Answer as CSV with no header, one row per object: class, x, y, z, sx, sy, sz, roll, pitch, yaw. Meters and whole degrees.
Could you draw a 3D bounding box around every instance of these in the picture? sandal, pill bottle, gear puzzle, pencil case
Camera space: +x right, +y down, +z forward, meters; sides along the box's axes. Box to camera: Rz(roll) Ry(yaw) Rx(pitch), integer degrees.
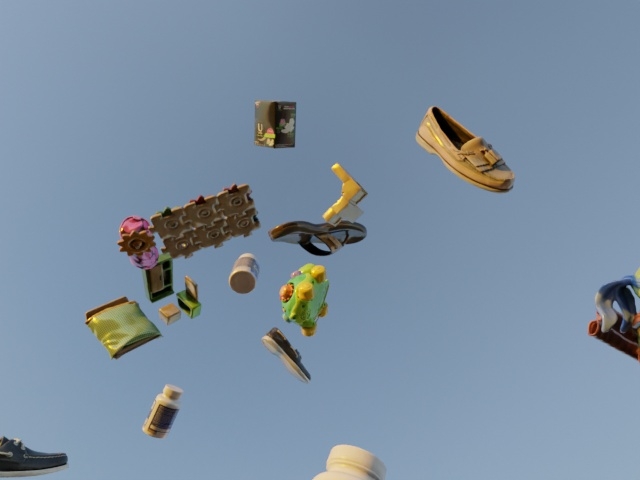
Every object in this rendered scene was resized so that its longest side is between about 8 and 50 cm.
sandal,0.000,0.000,0.949,0.090,0.220,0.060,-31,-114,44
pill bottle,-0.395,0.431,1.224,0.067,0.067,0.120,24,-98,-4
pill bottle,-0.218,0.092,1.402,0.078,0.137,0.078,0,-69,-1
pill bottle,0.047,0.781,1.288,0.229,0.407,0.228,13,-46,14
gear puzzle,-0.319,-0.035,1.175,0.339,0.044,0.175,-20,-38,-9
pencil case,-0.516,0.004,1.379,0.095,0.098,0.209,14,-26,-8

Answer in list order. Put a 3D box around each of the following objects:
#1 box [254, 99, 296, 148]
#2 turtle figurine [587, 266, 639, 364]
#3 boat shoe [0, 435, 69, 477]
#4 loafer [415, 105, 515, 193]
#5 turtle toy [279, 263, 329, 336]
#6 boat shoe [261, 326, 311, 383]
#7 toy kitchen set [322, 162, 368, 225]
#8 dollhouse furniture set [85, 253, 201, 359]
box,-0.084,-0.215,0.890,0.062,0.052,0.083,19,-68,42
turtle figurine,0.425,0.132,0.447,0.275,0.198,0.266,-17,-76,17
boat shoe,-0.730,0.492,1.095,0.303,0.091,0.114,17,-30,-41
loafer,0.144,-0.093,0.485,0.045,0.125,0.039,-18,-44,-28
turtle toy,-0.024,0.083,0.764,0.066,0.130,0.095,9,-58,19
boat shoe,-0.058,0.220,0.921,0.125,0.038,0.046,46,-34,-1
toy kitchen set,0.037,-0.077,0.874,0.083,0.068,0.075,-45,-119,12
dollhouse furniture set,-0.541,0.189,1.465,0.198,0.302,0.151,32,-50,31
